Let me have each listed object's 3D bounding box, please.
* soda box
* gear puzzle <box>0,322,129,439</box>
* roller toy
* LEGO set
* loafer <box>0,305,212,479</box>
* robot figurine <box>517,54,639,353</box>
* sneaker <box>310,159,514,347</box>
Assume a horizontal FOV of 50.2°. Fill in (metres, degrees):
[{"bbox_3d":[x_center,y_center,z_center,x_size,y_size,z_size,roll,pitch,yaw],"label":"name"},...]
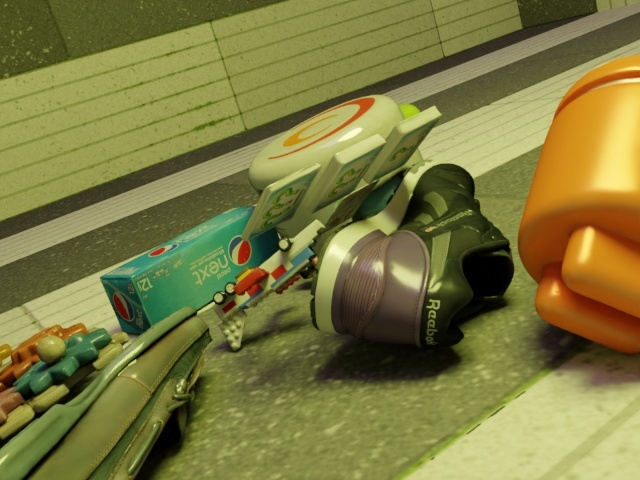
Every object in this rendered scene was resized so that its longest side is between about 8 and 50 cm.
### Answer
[{"bbox_3d":[-0.141,0.028,0.790,0.067,0.071,0.210,-3,22,44],"label":"soda box"},{"bbox_3d":[-0.302,0.119,0.636,0.175,0.044,0.339,-36,15,-29],"label":"gear puzzle"},{"bbox_3d":[0.024,-0.065,0.797,0.209,0.146,0.191,-19,21,25],"label":"roller toy"},{"bbox_3d":[0.000,0.000,0.600,0.183,0.060,0.244,-29,-14,-33],"label":"LEGO set"},{"bbox_3d":[-0.138,0.134,0.466,0.096,0.084,0.267,-45,0,25],"label":"loafer"},{"bbox_3d":[0.208,-0.035,0.462,0.128,0.158,0.219,-2,49,39],"label":"robot figurine"},{"bbox_3d":[0.109,0.013,0.585,0.124,0.107,0.283,12,29,24],"label":"sneaker"}]
